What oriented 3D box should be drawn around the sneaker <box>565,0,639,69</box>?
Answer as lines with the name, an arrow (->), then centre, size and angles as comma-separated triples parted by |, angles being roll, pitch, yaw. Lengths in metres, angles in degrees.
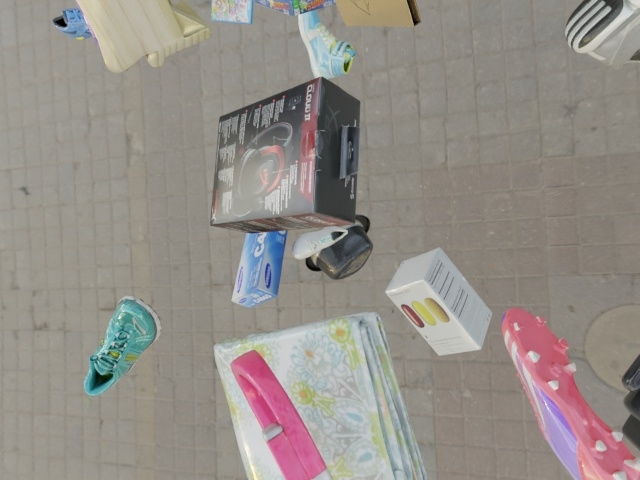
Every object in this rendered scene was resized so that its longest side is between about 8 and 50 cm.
sneaker -> 0.403, -0.282, 0.465 | 0.229, 0.132, 0.086 | -42, 38, 47

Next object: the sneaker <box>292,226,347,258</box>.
sneaker -> 0.000, 0.000, 1.488 | 0.094, 0.212, 0.080 | 2, 116, 58

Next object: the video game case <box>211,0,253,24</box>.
video game case -> -0.319, -0.853, 1.556 | 0.166, 0.015, 0.119 | 13, 110, 17

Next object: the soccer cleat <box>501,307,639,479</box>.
soccer cleat -> 0.308, 0.211, 0.575 | 0.248, 0.083, 0.095 | 65, 149, 30

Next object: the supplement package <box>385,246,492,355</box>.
supplement package -> 0.311, 0.163, 1.130 | 0.244, 0.134, 0.139 | 49, 138, -12

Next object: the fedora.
fedora -> 0.104, 0.051, 1.796 | 0.334, 0.334, 0.152 | -43, 61, 12

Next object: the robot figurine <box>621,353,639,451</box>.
robot figurine -> 0.703, 0.296, 0.809 | 0.278, 0.209, 0.173 | -62, 36, 9

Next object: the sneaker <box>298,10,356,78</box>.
sneaker -> 0.042, -0.838, 1.802 | 0.208, 0.127, 0.319 | 9, 135, 36

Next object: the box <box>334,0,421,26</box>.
box -> 0.074, -0.444, 0.731 | 0.021, 0.164, 0.201 | -43, 40, -11

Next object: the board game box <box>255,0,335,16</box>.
board game box -> -0.064, -0.617, 1.085 | 0.136, 0.035, 0.201 | -28, 45, -20

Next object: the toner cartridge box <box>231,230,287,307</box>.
toner cartridge box -> -0.192, 0.035, 1.433 | 0.165, 0.075, 0.347 | -29, 44, 44

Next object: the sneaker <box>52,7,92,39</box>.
sneaker -> -0.676, -0.629, 1.229 | 0.209, 0.082, 0.069 | 1, 90, 26

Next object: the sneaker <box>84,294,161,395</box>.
sneaker -> -0.423, 0.229, 0.909 | 0.107, 0.110, 0.275 | 31, 118, -3

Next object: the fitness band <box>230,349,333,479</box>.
fitness band -> -0.050, 0.298, 0.630 | 0.054, 0.209, 0.290 | -27, 98, -20

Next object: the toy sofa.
toy sofa -> -0.312, -0.441, 0.602 | 0.177, 0.362, 0.150 | -30, 54, -10

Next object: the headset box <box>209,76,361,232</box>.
headset box -> -0.056, -0.132, 0.747 | 0.293, 0.110, 0.218 | -5, 79, 41

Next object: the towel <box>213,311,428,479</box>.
towel -> -0.018, 0.316, 0.800 | 0.375, 0.090, 0.320 | -18, 84, 29
